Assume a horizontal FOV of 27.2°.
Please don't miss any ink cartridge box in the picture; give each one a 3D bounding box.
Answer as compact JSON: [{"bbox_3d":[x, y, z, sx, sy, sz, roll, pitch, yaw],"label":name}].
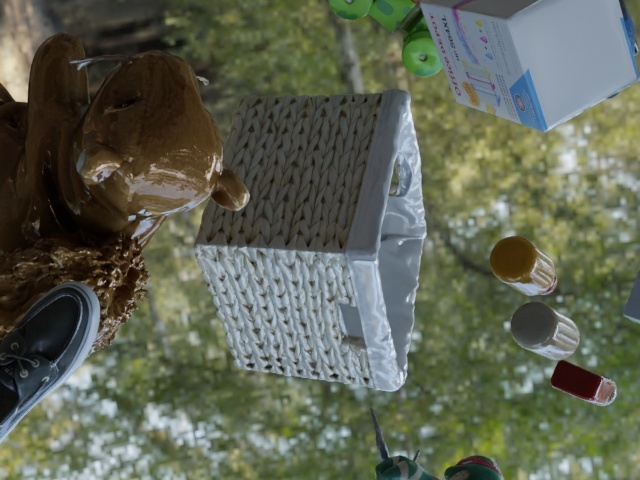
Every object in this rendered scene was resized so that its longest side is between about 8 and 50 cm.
[{"bbox_3d":[0.148,-0.150,0.976,0.090,0.092,0.143,-30,-155,-15],"label":"ink cartridge box"}]

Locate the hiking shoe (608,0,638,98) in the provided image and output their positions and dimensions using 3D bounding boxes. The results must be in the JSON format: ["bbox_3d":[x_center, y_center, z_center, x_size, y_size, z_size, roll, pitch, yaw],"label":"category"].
[{"bbox_3d":[0.298,-0.212,1.470,0.113,0.132,0.304,-31,-168,36],"label":"hiking shoe"}]

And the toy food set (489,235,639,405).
[{"bbox_3d":[0.246,0.082,1.065,0.232,0.111,0.104,18,177,27],"label":"toy food set"}]

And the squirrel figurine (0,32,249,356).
[{"bbox_3d":[-0.238,-0.029,1.437,0.281,0.397,0.370,17,169,-34],"label":"squirrel figurine"}]

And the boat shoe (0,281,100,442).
[{"bbox_3d":[-0.194,0.086,0.843,0.142,0.049,0.040,-51,171,4],"label":"boat shoe"}]

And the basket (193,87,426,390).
[{"bbox_3d":[0.000,0.000,1.936,0.266,0.328,0.331,1,-130,12],"label":"basket"}]

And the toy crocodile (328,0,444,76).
[{"bbox_3d":[0.118,-0.345,1.931,0.105,0.340,0.115,-46,-166,34],"label":"toy crocodile"}]

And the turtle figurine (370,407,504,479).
[{"bbox_3d":[0.069,0.208,0.860,0.118,0.175,0.234,12,-132,11],"label":"turtle figurine"}]
